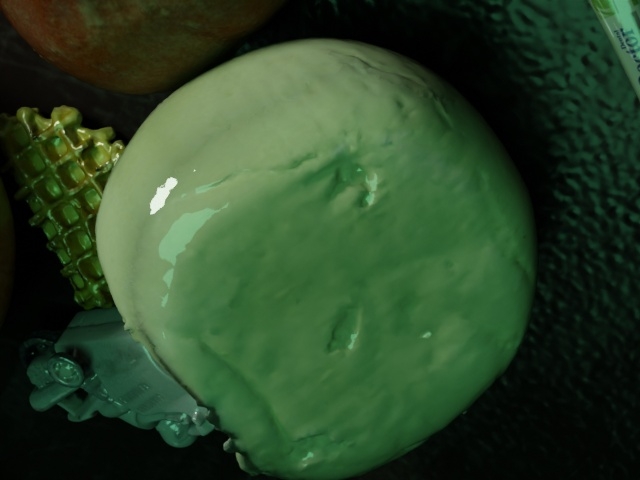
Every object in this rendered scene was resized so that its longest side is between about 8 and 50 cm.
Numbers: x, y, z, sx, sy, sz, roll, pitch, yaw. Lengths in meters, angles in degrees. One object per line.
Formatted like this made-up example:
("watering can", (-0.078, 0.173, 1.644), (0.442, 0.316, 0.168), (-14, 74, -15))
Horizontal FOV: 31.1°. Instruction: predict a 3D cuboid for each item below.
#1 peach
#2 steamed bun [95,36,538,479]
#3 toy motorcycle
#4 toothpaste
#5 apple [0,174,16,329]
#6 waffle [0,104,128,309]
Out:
("peach", (-0.133, -0.232, 0.861), (0.252, 0.252, 0.252), (7, 115, 15))
("steamed bun", (0.000, 0.000, 0.908), (0.312, 0.233, 0.334), (-28, 121, -4))
("toy motorcycle", (-0.166, 0.135, 1.110), (0.260, 0.110, 0.171), (-12, 120, 28))
("toothpaste", (0.235, -0.167, 0.883), (0.048, 0.029, 0.197), (-23, 101, 25))
("apple", (-0.464, 0.003, 0.985), (0.333, 0.400, 0.400), (3, 114, 25))
("waffle", (-0.235, -0.030, 1.072), (0.160, 0.046, 0.192), (5, 100, 14))
